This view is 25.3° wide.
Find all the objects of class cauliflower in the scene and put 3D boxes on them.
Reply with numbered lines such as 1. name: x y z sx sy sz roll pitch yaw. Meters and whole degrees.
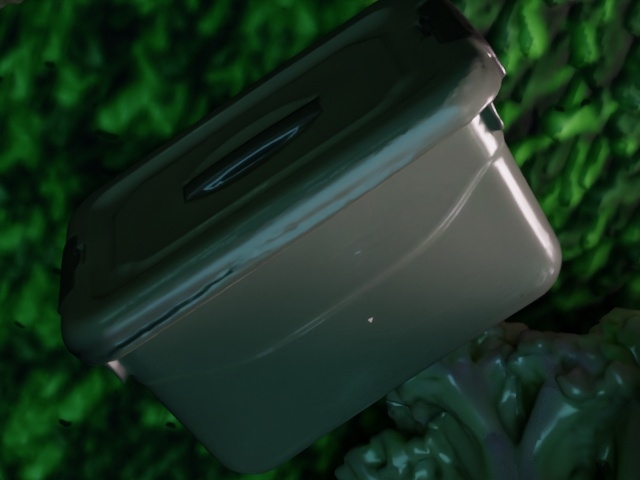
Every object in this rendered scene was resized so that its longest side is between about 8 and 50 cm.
1. cauliflower: 0.102 0.156 0.470 0.239 0.315 0.256 -24 101 33

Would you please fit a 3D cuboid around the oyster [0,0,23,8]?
1. oyster: -0.157 -0.128 0.488 0.209 0.072 0.133 -27 107 2

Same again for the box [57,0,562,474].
1. box: 0.000 0.000 0.509 0.172 0.124 0.093 -33 114 7
